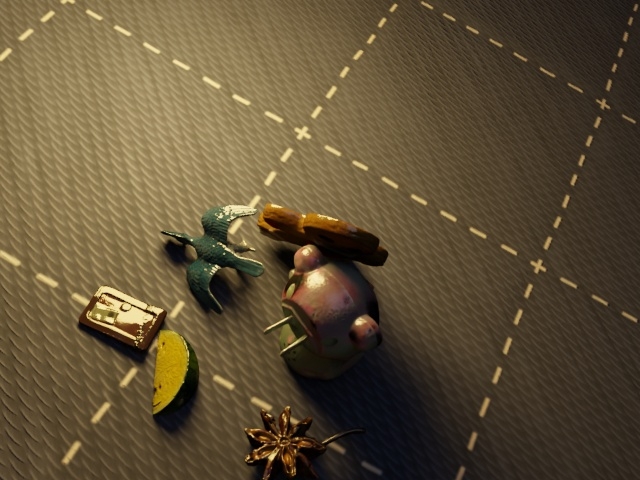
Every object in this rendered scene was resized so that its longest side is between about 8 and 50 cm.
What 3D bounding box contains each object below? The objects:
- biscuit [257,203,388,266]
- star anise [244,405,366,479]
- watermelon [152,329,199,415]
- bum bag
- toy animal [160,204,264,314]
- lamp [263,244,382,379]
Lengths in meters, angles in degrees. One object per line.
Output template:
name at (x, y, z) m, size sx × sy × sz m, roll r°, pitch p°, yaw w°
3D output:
biscuit at (0.000, 0.002, 1.681) m, size 0.283 × 0.432 × 0.064 m, roll 22°, pitch 85°, yaw -15°
star anise at (-0.040, 0.419, 1.595) m, size 0.233 × 0.073 × 0.177 m, roll 11°, pitch 46°, yaw 10°
watermelon at (-0.290, 0.259, 1.623) m, size 0.092 × 0.075 × 0.182 m, roll 6°, pitch 59°, yaw -9°
bum bag at (-0.414, 0.163, 1.680) m, size 0.159 × 0.026 × 0.109 m, roll 24°, pitch 54°, yaw 5°
toy animal at (-0.230, 0.030, 1.747) m, size 0.176 × 0.255 × 0.239 m, roll 11°, pitch 94°, yaw -39°
lamp at (-0.009, 0.171, 1.629) m, size 0.247 × 0.301 × 0.247 m, roll -25°, pitch 69°, yaw -26°
